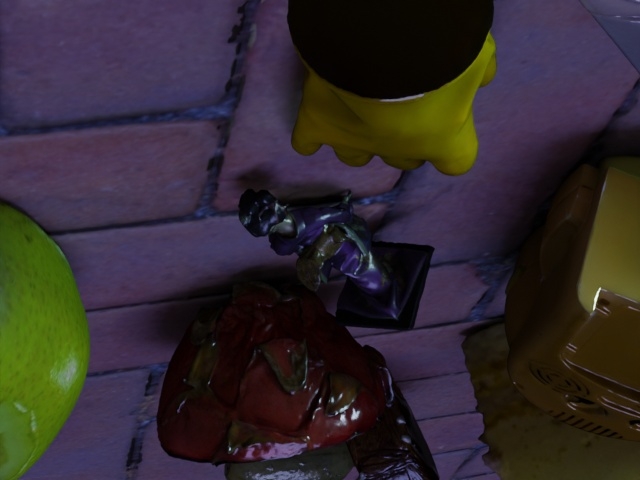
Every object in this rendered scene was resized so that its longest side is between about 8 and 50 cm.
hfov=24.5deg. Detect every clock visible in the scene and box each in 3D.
[{"bbox_3d":[0.286,0.068,1.311,0.244,0.200,0.317,24,152,-2],"label":"clock"}]

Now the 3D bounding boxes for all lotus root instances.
[{"bbox_3d":[-0.025,0.263,1.759,0.183,0.077,0.090,-1,154,-25],"label":"lotus root"}]

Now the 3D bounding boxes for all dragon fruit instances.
[{"bbox_3d":[-0.050,0.103,1.339,0.224,0.148,0.218,-13,-171,-26],"label":"dragon fruit"}]

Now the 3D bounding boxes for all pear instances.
[{"bbox_3d":[-0.308,0.082,1.076,0.286,0.176,0.282,-10,154,-12],"label":"pear"}]

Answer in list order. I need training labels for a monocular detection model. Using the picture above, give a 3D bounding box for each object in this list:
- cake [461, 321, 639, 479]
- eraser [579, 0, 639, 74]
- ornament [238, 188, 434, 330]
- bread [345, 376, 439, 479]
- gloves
[{"bbox_3d":[0.314,0.216,1.582,0.227,0.286,0.222,-24,155,21],"label":"cake"},{"bbox_3d":[0.306,-0.176,0.976,0.243,0.059,0.204,-20,157,23],"label":"eraser"},{"bbox_3d":[-0.005,0.001,1.202,0.081,0.088,0.203,-3,156,43],"label":"ornament"},{"bbox_3d":[0.075,0.229,1.644,0.073,0.160,0.160,-25,156,5],"label":"bread"},{"bbox_3d":[0.046,-0.100,0.987,0.133,0.116,0.294,13,167,6],"label":"gloves"}]
